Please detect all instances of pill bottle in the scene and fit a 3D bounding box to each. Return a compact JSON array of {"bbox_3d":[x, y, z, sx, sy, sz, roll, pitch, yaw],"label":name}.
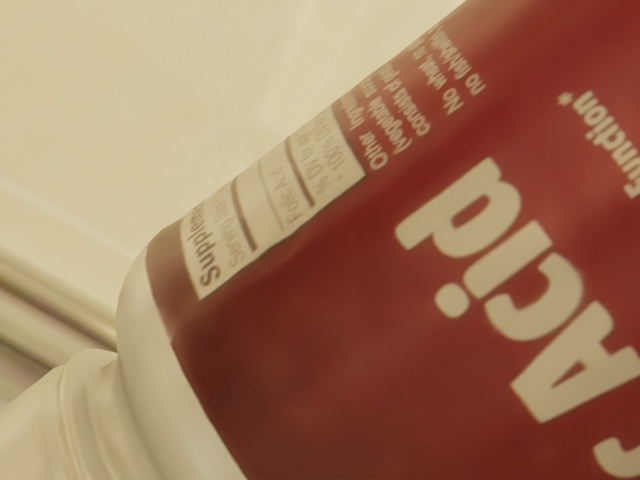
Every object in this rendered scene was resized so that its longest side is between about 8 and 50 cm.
[{"bbox_3d":[0.065,0.040,0.586,0.392,0.224,0.224,-37,180,8],"label":"pill bottle"}]
